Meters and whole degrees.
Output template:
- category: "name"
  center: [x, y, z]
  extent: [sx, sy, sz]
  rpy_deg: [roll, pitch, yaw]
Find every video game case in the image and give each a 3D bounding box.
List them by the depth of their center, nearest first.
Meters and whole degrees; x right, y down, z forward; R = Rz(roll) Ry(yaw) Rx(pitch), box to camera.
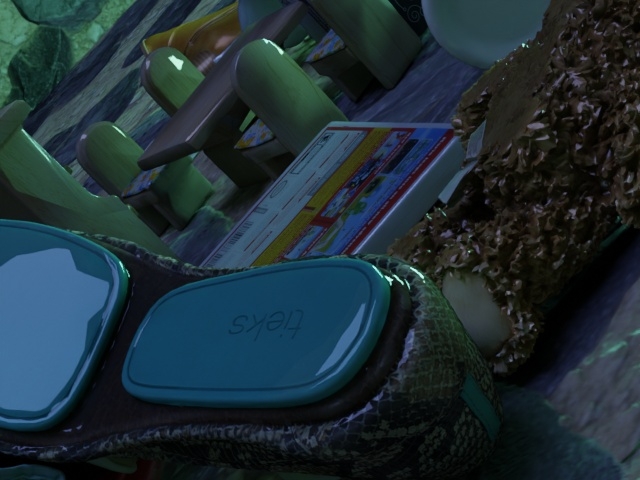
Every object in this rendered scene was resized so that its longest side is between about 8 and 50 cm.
- category: "video game case"
  center: [0.004, -0.020, 1.252]
  extent: [0.204, 0.025, 0.285]
  rpy_deg: [-48, 19, -11]

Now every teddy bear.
- category: "teddy bear"
  center: [0.158, -0.053, 0.955]
  extent: [0.245, 0.113, 0.338]
  rpy_deg: [-27, 32, 58]

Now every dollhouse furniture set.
- category: "dollhouse furniture set"
  center: [-0.170, -0.124, 1.517]
  extent: [0.362, 0.256, 0.394]
  rpy_deg: [-15, 34, 55]

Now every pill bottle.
- category: "pill bottle"
  center: [0.154, -0.249, 1.305]
  extent: [0.131, 0.131, 0.229]
  rpy_deg: [-37, 20, 21]

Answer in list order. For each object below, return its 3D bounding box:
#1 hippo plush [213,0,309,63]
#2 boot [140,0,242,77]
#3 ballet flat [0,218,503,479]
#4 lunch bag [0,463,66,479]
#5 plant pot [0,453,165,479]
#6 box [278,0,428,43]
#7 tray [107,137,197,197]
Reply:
- category: "hippo plush"
  center: [-0.078, -0.362, 1.773]
  extent: [0.294, 0.236, 0.234]
  rpy_deg: [-39, 42, 10]
- category: "boot"
  center: [-0.128, -0.278, 2.031]
  extent: [0.211, 0.104, 0.295]
  rpy_deg: [-39, 23, -2]
- category: "ballet flat"
  center: [-0.096, 0.090, 0.947]
  extent: [0.482, 0.182, 0.164]
  rpy_deg: [3, 58, 39]
- category: "lunch bag"
  center: [-0.259, 0.284, 0.939]
  extent: [0.223, 0.160, 0.262]
  rpy_deg: [-33, 54, 52]
- category: "plant pot"
  center: [-0.268, 0.128, 1.222]
  extent: [0.272, 0.272, 0.265]
  rpy_deg: [-45, 10, -3]
- category: "box"
  center: [0.015, -0.328, 1.578]
  extent: [0.142, 0.247, 0.163]
  rpy_deg: [-52, 20, -26]
- category: "tray"
  center: [-0.237, -0.055, 1.865]
  extent: [0.145, 0.030, 0.270]
  rpy_deg: [-18, 31, 54]
